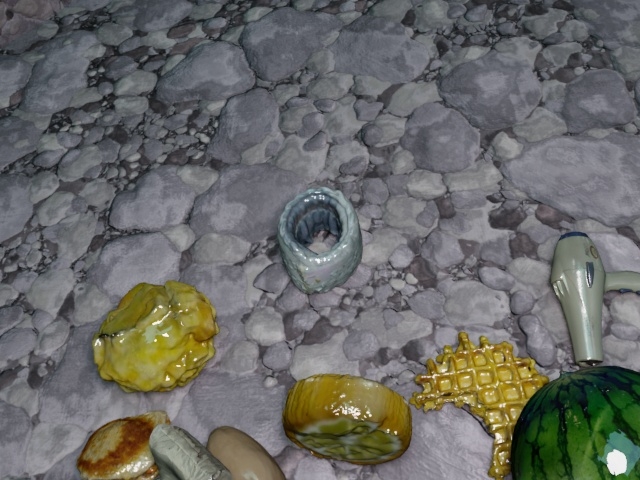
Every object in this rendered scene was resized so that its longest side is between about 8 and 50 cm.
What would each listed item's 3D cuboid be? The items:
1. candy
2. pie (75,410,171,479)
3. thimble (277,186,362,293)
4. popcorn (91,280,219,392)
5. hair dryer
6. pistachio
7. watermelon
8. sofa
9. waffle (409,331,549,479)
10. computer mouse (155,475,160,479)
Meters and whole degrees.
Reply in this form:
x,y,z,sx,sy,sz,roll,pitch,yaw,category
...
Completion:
x,y,z,sx,sy,sz,roll,pitch,yaw,category
0.054,0.354,1.196,0.259,0.260,0.118,5,54,11,candy
-0.409,0.436,1.287,0.205,0.084,0.179,-12,34,1,pie
0.000,0.000,1.490,0.204,0.172,0.250,10,57,12,thimble
-0.371,0.215,1.379,0.286,0.215,0.252,-35,64,-10,popcorn
0.642,0.151,1.354,0.298,0.119,0.296,22,68,7,hair dryer
-0.156,0.466,1.234,0.136,0.136,0.226,-42,51,-19,pistachio
0.498,0.395,1.053,0.362,0.363,0.364,-4,56,6,watermelon
-0.271,0.493,1.129,0.175,0.226,0.210,-21,28,-35,sofa
0.355,0.325,1.284,0.293,0.069,0.259,37,69,26,waffle
-0.363,0.538,1.253,0.089,0.056,0.182,31,65,20,computer mouse
